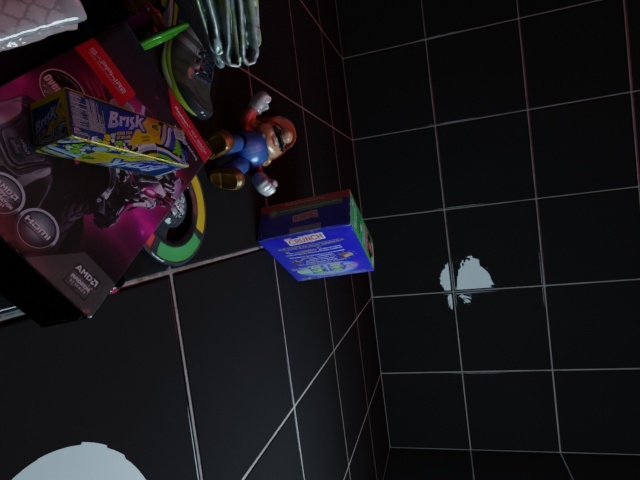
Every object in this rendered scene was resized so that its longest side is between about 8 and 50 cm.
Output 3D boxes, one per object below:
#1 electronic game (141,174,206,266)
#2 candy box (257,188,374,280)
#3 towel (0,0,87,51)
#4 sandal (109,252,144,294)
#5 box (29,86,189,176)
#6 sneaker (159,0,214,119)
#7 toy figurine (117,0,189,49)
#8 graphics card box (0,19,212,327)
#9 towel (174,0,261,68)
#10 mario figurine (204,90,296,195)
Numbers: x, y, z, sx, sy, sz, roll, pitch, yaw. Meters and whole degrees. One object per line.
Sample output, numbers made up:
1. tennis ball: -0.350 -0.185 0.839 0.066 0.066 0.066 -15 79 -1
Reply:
1. electronic game: -0.273 -0.067 0.772 0.229 0.048 0.229 -6 90 -74
2. candy box: 0.000 0.000 1.286 0.317 0.269 0.122 55 29 -59
3. towel: -0.366 -0.254 0.250 0.317 0.054 0.331 -38 128 -31
4. sandal: -0.307 0.047 0.624 0.179 0.040 0.067 -49 131 -68
5. box: -0.236 -0.119 0.505 0.169 0.059 0.054 4 75 -65
6. sneaker: -0.243 -0.394 0.865 0.111 0.122 0.299 -5 89 -73
7. toy figurine: -0.310 -0.401 0.699 0.173 0.130 0.159 -112 177 -63
8. graphics card box: -0.298 -0.106 0.552 0.232 0.094 0.370 62 29 -33
9. towel: -0.193 -0.458 0.573 0.374 0.090 0.320 58 -13 26
10. mario figurine: -0.142 -0.239 1.052 0.198 0.170 0.320 -66 173 33
